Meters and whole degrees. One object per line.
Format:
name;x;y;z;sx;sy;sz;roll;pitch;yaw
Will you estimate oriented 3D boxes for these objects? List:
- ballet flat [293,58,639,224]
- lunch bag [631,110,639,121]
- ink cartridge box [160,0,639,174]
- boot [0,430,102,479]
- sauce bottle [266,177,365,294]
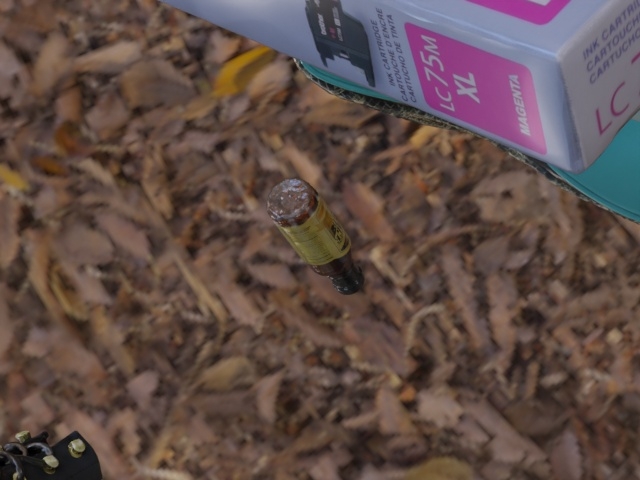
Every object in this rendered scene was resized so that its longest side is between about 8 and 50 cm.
ballet flat;0.206;-0.149;1.420;0.483;0.182;0.164;22;115;15
lunch bag;0.235;-0.140;0.808;0.279;0.224;0.108;18;136;22
ink cartridge box;0.032;-0.151;0.605;0.311;0.186;0.065;26;151;41
boot;-0.196;0.125;0.825;0.085;0.178;0.236;8;110;25
sauce bottle;0.000;0.000;1.183;0.042;0.042;0.128;18;160;32
